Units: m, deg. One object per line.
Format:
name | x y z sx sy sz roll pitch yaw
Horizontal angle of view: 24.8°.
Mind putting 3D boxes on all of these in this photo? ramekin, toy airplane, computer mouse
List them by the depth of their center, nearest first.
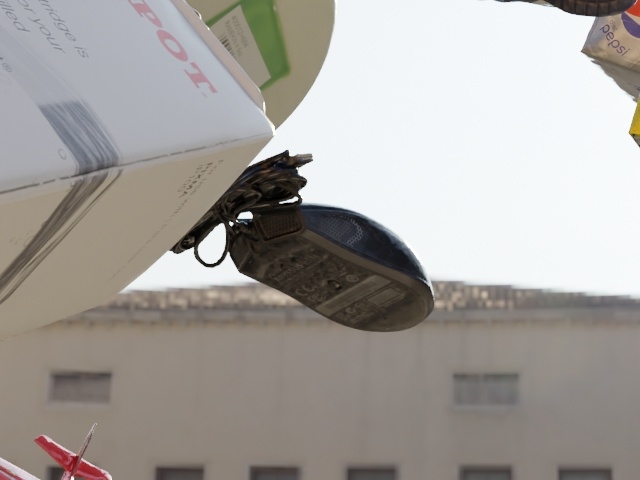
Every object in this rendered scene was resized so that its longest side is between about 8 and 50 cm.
toy airplane | -0.189 0.183 1.067 0.151 0.151 0.028 18 -60 -38
computer mouse | 0.000 0.000 1.360 0.272 0.072 0.188 31 -41 -33
ramekin | -0.129 -0.210 1.429 0.303 0.148 0.303 -29 -35 -24

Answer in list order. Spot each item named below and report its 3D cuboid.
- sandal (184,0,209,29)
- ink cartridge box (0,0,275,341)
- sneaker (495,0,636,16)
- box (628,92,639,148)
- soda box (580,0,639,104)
sandal | -0.103 -0.132 0.997 0.180 0.072 0.049 54 -21 -25
ink cartridge box | -0.169 -0.059 0.448 0.117 0.207 0.283 -44 -10 25
sneaker | 0.171 -0.188 1.024 0.059 0.053 0.144 -4 17 -43
box | 0.271 -0.059 1.007 0.054 0.059 0.169 9 -19 35
soda box | 0.348 -0.168 1.395 0.098 0.091 0.286 25 2 30
